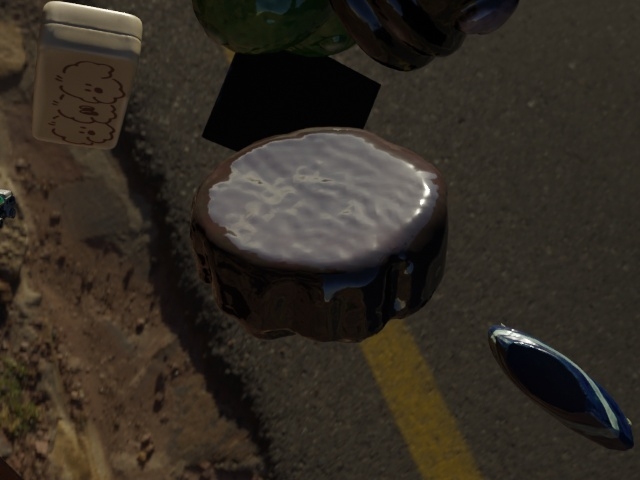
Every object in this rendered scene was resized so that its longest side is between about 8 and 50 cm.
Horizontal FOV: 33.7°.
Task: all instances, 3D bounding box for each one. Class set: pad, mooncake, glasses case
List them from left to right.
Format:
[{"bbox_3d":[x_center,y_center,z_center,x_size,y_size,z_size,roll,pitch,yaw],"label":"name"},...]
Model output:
[{"bbox_3d":[-0.359,-0.239,1.596,0.144,0.336,0.076,8,70,-14],"label":"glasses case"},{"bbox_3d":[-0.032,-0.176,1.408,0.246,0.006,0.170,20,94,-40],"label":"pad"},{"bbox_3d":[0.000,0.000,1.138,0.283,0.141,0.283,-2,36,2],"label":"mooncake"}]

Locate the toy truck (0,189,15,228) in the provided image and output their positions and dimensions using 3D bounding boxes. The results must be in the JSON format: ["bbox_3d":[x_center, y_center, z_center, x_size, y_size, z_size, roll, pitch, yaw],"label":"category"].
[{"bbox_3d":[-0.418,-0.040,1.340,0.039,0.044,0.083,8,22,8],"label":"toy truck"}]

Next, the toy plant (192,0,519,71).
[{"bbox_3d":[0.024,-0.195,0.720,0.218,0.235,0.175,-28,100,-61],"label":"toy plant"}]

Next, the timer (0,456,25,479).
[{"bbox_3d":[-0.558,0.366,1.434,0.250,0.257,0.161,7,62,6],"label":"timer"}]

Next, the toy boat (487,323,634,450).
[{"bbox_3d":[0.299,0.176,1.377,0.210,0.291,0.070,40,95,-3],"label":"toy boat"}]
